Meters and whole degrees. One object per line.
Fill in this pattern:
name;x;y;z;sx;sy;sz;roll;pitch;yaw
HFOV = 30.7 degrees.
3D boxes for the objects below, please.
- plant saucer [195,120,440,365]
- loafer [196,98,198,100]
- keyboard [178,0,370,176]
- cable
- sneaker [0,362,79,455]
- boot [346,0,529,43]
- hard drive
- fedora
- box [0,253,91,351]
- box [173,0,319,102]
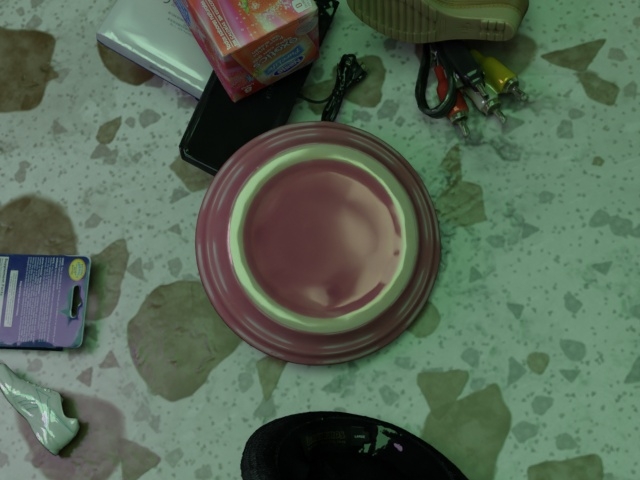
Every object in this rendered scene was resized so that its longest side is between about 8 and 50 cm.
plant saucer;0.000;0.000;1.548;0.332;0.084;0.332;1;84;-6
loafer;-0.192;-0.287;1.711;0.061;0.062;0.170;-28;83;-9
keyboard;-0.053;-0.213;1.644;0.201;0.033;0.317;27;75;-11
cable;0.173;-0.274;1.666;0.139;0.072;0.287;-30;61;8
sneaker;-0.391;0.223;1.608;0.061;0.053;0.152;-40;79;-13
boot;0.169;-0.365;1.632;0.248;0.090;0.207;11;47;1
hard drive;-0.150;-0.368;1.686;0.210;0.040;0.318;30;73;-1
fedora;0.038;0.344;1.410;0.334;0.334;0.152;20;109;13
box;-0.434;0.086;1.653;0.225;0.036;0.136;1;76;10
box;-0.132;-0.361;1.568;0.142;0.154;0.300;-28;75;-7
